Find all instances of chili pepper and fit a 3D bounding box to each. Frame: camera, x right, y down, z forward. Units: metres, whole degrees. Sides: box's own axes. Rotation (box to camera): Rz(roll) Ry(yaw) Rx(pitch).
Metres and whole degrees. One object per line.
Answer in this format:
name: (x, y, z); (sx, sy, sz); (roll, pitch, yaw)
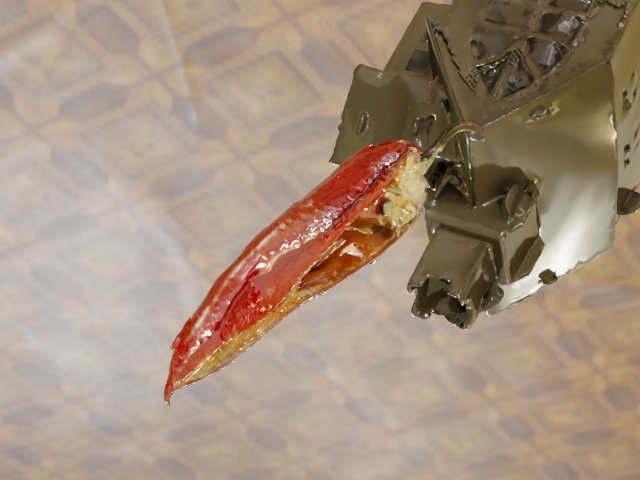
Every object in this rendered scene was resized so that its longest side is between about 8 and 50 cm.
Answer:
chili pepper: (0.000, 0.000, 0.863); (0.268, 0.050, 0.059); (-40, 147, -26)

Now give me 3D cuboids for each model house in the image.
model house: (0.107, -0.050, 1.097); (0.204, 0.243, 0.211); (15, 147, 22)
